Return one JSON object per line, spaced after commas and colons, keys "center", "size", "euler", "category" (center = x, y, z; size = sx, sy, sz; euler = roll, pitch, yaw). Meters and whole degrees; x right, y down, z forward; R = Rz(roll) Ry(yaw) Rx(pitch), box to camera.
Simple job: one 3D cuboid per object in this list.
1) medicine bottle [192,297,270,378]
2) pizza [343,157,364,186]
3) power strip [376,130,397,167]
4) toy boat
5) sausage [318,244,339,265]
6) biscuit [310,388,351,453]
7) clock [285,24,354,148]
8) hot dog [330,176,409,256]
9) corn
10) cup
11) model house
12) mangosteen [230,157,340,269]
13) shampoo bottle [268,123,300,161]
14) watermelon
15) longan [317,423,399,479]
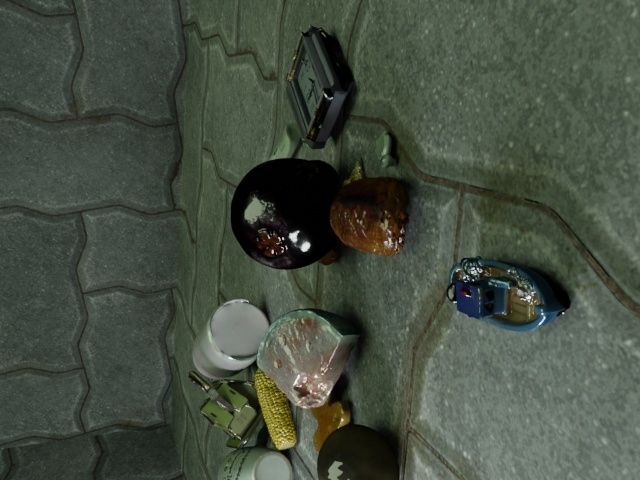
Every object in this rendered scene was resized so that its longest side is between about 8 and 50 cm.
{"center": [-0.319, 0.354, 2.090], "size": [0.379, 0.213, 0.214], "euler": [133, 131, -58], "category": "medicine bottle"}
{"center": [0.074, -0.134, 1.365], "size": [0.123, 0.026, 0.109], "euler": [-147, 60, -63], "category": "pizza"}
{"center": [0.135, -0.181, 1.221], "size": [0.055, 0.035, 0.083], "euler": [118, 156, -49], "category": "power strip"}
{"center": [0.252, 0.076, 0.871], "size": [0.223, 0.097, 0.100], "euler": [-167, 73, -67], "category": "toy boat"}
{"center": [0.000, 0.001, 1.510], "size": [0.065, 0.065, 0.169], "euler": [109, 148, -41], "category": "sausage"}
{"center": [0.038, 0.470, 1.468], "size": [0.197, 0.049, 0.302], "euler": [-63, 36, 37], "category": "biscuit"}
{"center": [-0.005, -0.366, 1.460], "size": [0.186, 0.083, 0.253], "euler": [117, 144, -49], "category": "clock"}
{"center": [0.104, -0.047, 1.205], "size": [0.227, 0.099, 0.161], "euler": [-155, 65, -63], "category": "hot dog"}
{"center": [-0.136, 0.499, 1.832], "size": [0.091, 0.091, 0.260], "euler": [103, 153, -51], "category": "corn"}
{"center": [-0.183, 0.696, 1.888], "size": [0.234, 0.186, 0.258], "euler": [-39, 28, 52], "category": "cup"}
{"center": [-0.322, 0.512, 1.975], "size": [0.205, 0.278, 0.218], "euler": [-52, 6, -27], "category": "model house"}
{"center": [-0.065, -0.081, 1.413], "size": [0.302, 0.274, 0.275], "euler": [-59, -10, -50], "category": "mangosteen"}
{"center": [-0.110, -0.256, 1.757], "size": [0.212, 0.049, 0.072], "euler": [129, 130, -57], "category": "shampoo bottle"}
{"center": [-0.006, 0.278, 1.448], "size": [0.318, 0.148, 0.226], "euler": [-28, 68, 44], "category": "watermelon"}
{"center": [0.077, 0.468, 1.248], "size": [0.187, 0.167, 0.168], "euler": [1, 93, 46], "category": "longan"}
